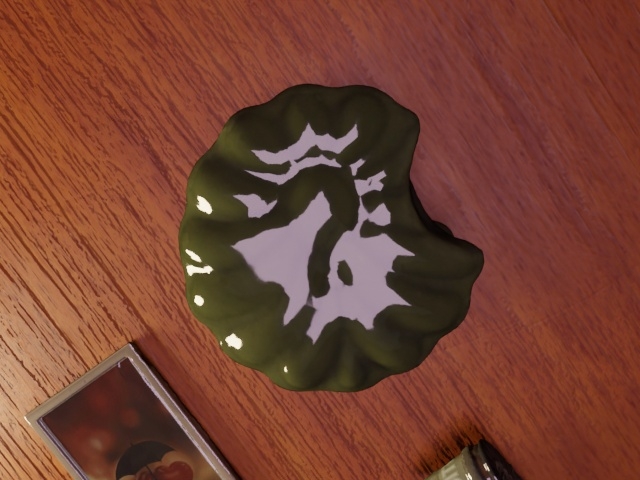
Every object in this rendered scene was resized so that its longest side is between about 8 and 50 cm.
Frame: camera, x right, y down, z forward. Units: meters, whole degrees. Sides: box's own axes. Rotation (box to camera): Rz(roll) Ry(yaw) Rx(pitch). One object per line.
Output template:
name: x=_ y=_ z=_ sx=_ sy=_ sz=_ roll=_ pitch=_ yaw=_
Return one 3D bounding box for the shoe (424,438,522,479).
shoe: x=0.244 y=0.418 z=0.652 sx=0.149 sy=0.109 sz=0.293 roll=-33 pitch=97 yaw=18

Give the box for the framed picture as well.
framed picture: x=-0.275 y=0.320 z=0.708 sx=0.211 sy=0.020 sz=0.289 roll=-35 pitch=94 yaw=8

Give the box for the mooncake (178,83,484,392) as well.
mooncake: x=0.000 y=0.000 z=0.559 sx=0.351 sy=0.187 sz=0.351 roll=1 pitch=101 yaw=3
